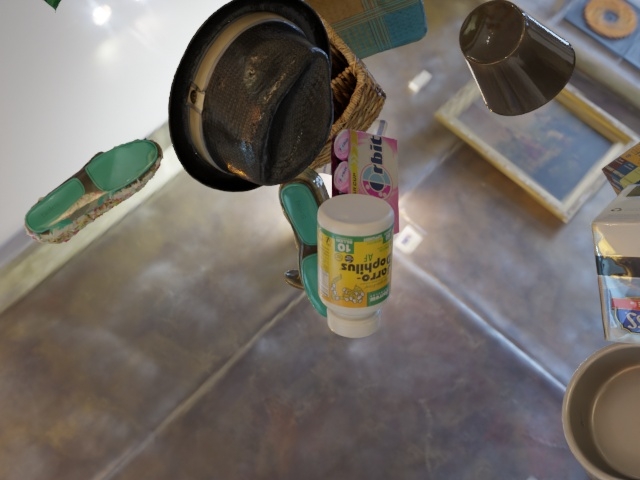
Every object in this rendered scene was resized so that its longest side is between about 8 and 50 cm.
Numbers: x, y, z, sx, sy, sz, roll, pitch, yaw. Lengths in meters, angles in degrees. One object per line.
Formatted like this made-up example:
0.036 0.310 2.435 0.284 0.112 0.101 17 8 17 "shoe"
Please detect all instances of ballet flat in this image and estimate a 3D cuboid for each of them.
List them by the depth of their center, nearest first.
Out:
-0.342 -0.074 1.227 0.241 0.091 0.077 -31 -20 -2 "ballet flat"
0.000 0.000 1.718 0.123 0.123 0.349 -38 -58 -36 "ballet flat"

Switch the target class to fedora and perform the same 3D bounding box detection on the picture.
-0.073 -0.208 1.248 0.334 0.152 0.334 -22 -50 -29 "fedora"

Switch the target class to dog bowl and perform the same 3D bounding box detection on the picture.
0.662 0.363 1.649 0.102 0.349 0.349 30 -79 -43 "dog bowl"

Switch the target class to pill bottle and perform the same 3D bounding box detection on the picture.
0.053 0.043 1.250 0.117 0.117 0.208 -33 -47 -45 "pill bottle"

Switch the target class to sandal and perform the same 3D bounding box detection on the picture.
-0.002 0.096 2.035 0.072 0.180 0.049 -77 -4 -61 "sandal"

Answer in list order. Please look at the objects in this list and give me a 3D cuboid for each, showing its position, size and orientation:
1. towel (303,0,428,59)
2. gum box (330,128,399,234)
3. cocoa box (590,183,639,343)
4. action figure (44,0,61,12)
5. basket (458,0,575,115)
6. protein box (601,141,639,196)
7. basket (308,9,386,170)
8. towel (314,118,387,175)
0.093 -0.552 1.837 0.271 0.040 0.370 -17 -28 9 "towel"
0.079 -0.104 1.430 0.107 0.189 0.062 9 -17 -29 "gum box"
0.664 0.039 1.328 0.231 0.347 0.228 -30 -66 -47 "cocoa box"
-0.428 -0.522 1.387 0.232 0.063 0.137 -55 -4 -6 "action figure"
0.370 -0.360 1.549 0.204 0.154 0.227 -33 -26 21 "basket"
0.761 -0.119 1.722 0.199 0.201 0.136 -36 21 7 "protein box"
-0.036 -0.301 1.735 0.299 0.213 0.223 -38 -34 12 "basket"
0.037 -0.267 2.263 0.034 0.284 0.209 -98 17 -49 "towel"
